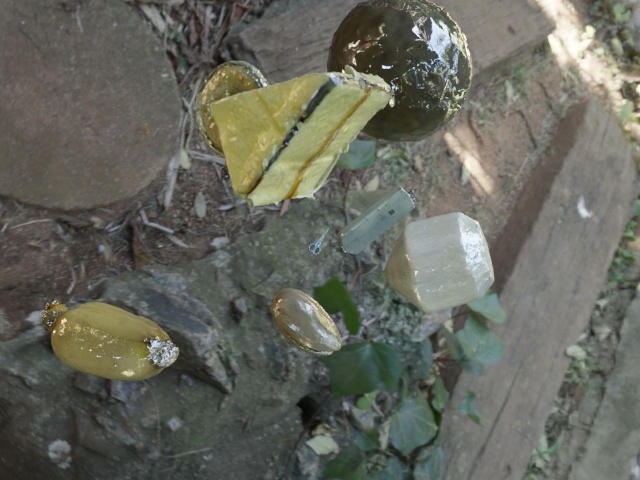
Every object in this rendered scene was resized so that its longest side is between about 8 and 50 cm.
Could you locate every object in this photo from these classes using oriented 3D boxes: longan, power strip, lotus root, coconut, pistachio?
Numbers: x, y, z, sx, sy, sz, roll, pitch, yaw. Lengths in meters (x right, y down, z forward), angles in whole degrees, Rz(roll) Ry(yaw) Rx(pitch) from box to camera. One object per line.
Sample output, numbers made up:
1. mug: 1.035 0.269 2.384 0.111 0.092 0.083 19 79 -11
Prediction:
1. longan: 0.209 -0.449 1.527 0.391 0.391 0.390 5 82 -36
2. power strip: 0.137 -0.053 1.380 0.227 0.029 0.080 -39 133 4
3. lotus root: -0.427 0.206 1.173 0.146 0.304 0.130 -27 130 -71
4. coconut: 0.286 0.057 1.447 0.237 0.266 0.237 56 22 -37
5. pistachio: -0.041 0.219 1.549 0.226 0.136 0.136 43 59 2

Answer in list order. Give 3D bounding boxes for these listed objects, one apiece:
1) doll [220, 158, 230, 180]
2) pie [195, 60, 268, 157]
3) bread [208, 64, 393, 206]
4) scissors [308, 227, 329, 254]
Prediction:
1. doll: -0.221 -0.234 1.547 0.057 0.139 0.165 27 109 -12
2. pie: -0.238 -0.362 1.625 0.055 0.274 0.274 -18 97 -63
3. bread: -0.006 -0.175 0.959 0.263 0.236 0.198 -24 97 -62
4. scissors: 0.000 0.000 1.595 0.036 0.006 0.083 36 87 -18
